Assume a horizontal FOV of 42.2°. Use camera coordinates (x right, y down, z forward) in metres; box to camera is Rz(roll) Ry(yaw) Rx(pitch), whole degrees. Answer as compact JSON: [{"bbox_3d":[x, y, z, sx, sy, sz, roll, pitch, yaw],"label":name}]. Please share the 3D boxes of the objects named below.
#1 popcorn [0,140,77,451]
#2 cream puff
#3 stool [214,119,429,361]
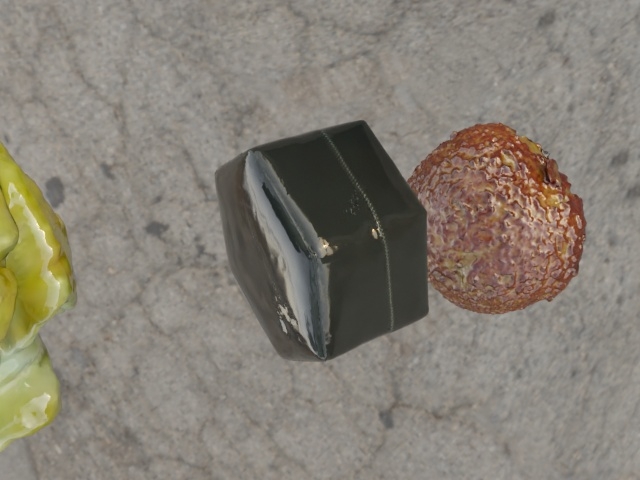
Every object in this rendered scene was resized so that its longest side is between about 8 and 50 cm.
[{"bbox_3d":[-0.302,0.029,0.575,0.276,0.225,0.277,-8,69,22],"label":"popcorn"},{"bbox_3d":[0.267,-0.029,1.390,0.350,0.228,0.351,18,114,49],"label":"cream puff"},{"bbox_3d":[0.000,0.000,0.814,0.232,0.141,0.232,48,150,40],"label":"stool"}]
